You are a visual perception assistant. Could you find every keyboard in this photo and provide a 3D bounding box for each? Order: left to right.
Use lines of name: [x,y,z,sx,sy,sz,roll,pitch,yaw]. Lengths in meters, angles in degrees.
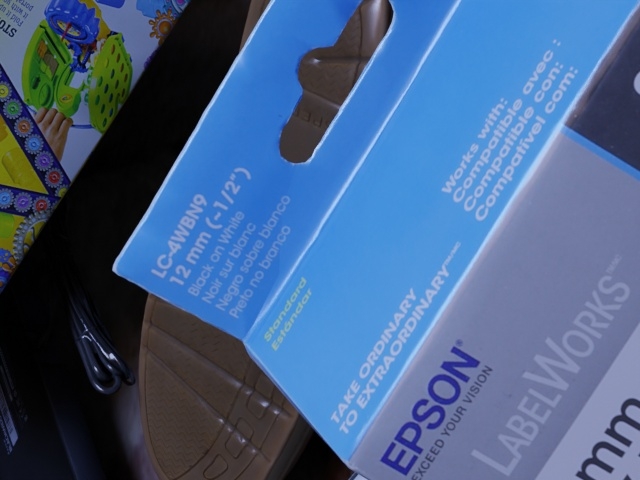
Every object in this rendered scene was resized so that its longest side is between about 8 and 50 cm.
keyboard: [-0.166,0.074,1.104,0.201,0.033,0.317,-56,49,44]

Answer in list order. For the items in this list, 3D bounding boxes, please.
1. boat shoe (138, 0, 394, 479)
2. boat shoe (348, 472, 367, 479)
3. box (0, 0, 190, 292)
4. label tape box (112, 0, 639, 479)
boat shoe: [0.000,0.000,0.990,0.122,0.110,0.341,35,117,32]
boat shoe: [0.110,0.036,0.897,0.306,0.113,0.105,-48,49,13]
box: [-0.270,-0.091,1.076,0.290,0.177,0.279,16,71,57]
label tape box: [0.121,0.008,0.767,0.249,0.348,0.115,-58,10,9]
